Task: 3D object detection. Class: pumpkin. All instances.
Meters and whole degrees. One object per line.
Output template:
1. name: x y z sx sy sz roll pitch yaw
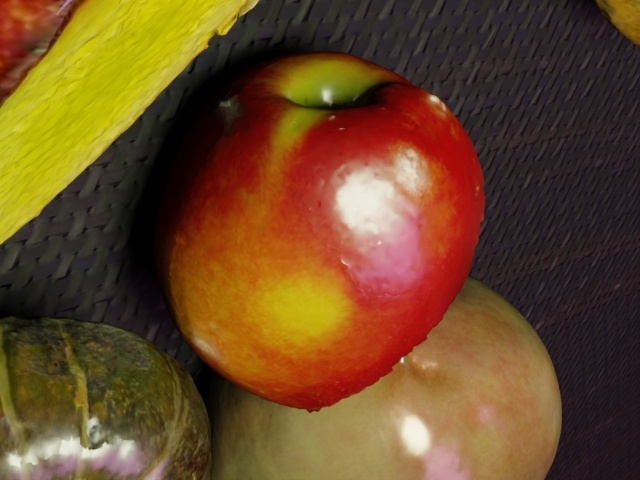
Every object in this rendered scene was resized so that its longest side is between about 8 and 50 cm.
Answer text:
1. pumpkin: -0.178 0.132 0.832 0.219 0.162 0.219 -12 134 -13

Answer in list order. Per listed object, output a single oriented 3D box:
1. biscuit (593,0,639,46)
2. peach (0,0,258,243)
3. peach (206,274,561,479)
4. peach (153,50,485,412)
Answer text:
1. biscuit: 0.297 -0.247 1.104 0.213 0.091 0.274 -11 140 -12
2. peach: -0.124 -0.118 0.507 0.274 0.248 0.245 -30 124 36
3. peach: 0.049 0.149 1.097 0.292 0.247 0.292 -36 171 -7
4. peach: 0.000 0.000 0.911 0.196 0.190 0.226 -38 144 -44
